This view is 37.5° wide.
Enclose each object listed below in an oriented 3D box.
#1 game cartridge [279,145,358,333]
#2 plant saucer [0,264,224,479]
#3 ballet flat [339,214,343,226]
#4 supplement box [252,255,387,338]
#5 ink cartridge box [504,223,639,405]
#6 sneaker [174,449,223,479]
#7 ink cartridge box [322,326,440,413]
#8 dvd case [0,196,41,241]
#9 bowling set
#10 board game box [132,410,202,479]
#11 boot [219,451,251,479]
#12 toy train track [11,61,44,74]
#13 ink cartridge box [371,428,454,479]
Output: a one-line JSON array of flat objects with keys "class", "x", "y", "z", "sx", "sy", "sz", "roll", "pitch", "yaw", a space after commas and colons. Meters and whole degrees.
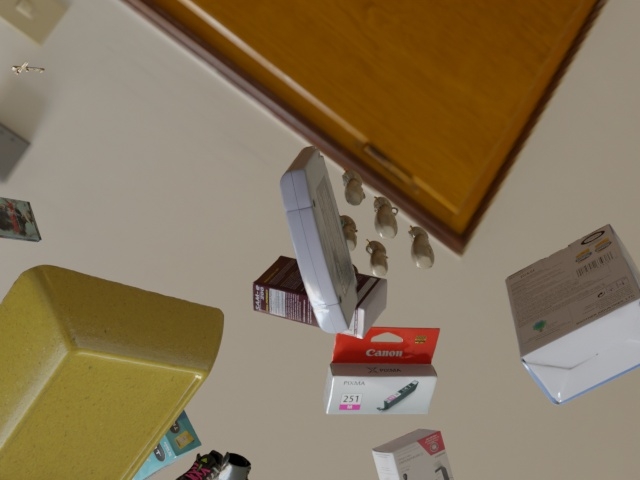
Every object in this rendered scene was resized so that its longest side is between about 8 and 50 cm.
[{"class": "game cartridge", "x": 0.000, "y": 0.000, "z": 1.631, "sx": 0.062, "sy": 0.297, "sz": 0.198, "roll": -10, "pitch": -163, "yaw": 17}, {"class": "plant saucer", "x": -0.292, "y": 0.209, "z": 1.146, "sx": 0.081, "sy": 0.333, "sz": 0.332, "roll": 44, "pitch": -77, "yaw": 36}, {"class": "ballet flat", "x": -0.011, "y": -0.033, "z": 2.021, "sx": 0.073, "sy": 0.067, "sz": 0.206, "roll": -62, "pitch": -167, "yaw": -11}, {"class": "supplement box", "x": -0.001, "y": 0.109, "z": 1.877, "sx": 0.130, "sy": 0.240, "sz": 0.073, "roll": -45, "pitch": 142, "yaw": -54}, {"class": "ink cartridge box", "x": 0.551, "y": 0.132, "z": 1.994, "sx": 0.270, "sy": 0.151, "sz": 0.395, "roll": -30, "pitch": -158, "yaw": 18}, {"class": "sneaker", "x": -0.250, "y": 0.477, "z": 1.940, "sx": 0.170, "sy": 0.063, "sz": 0.074, "roll": -13, "pitch": 125, "yaw": -68}, {"class": "ink cartridge box", "x": 0.159, "y": 0.329, "z": 2.369, "sx": 0.060, "sy": 0.275, "sz": 0.238, "roll": -106, "pitch": -159, "yaw": -56}, {"class": "dvd case", "x": -0.578, "y": -0.041, "z": 1.754, "sx": 0.013, "sy": 0.119, "sz": 0.087, "roll": -31, "pitch": -110, "yaw": 22}, {"class": "bowling set", "x": 0.094, "y": -0.008, "z": 2.078, "sx": 0.200, "sy": 0.287, "sz": 0.154, "roll": -40, "pitch": -160, "yaw": 18}, {"class": "board game box", "x": -0.442, "y": 0.432, "z": 2.205, "sx": 0.079, "sy": 0.253, "sz": 0.336, "roll": -17, "pitch": 163, "yaw": -45}, {"class": "boot", "x": -0.174, "y": 0.566, "z": 2.205, "sx": 0.137, "sy": 0.198, "sz": 0.076, "roll": -51, "pitch": -142, "yaw": 25}, {"class": "toy train track", "x": -0.665, "y": -0.388, "z": 2.149, "sx": 0.048, "sy": 0.014, "sz": 0.083, "roll": -31, "pitch": 166, "yaw": 35}, {"class": "ink cartridge box", "x": 0.232, "y": 0.579, "z": 2.247, "sx": 0.159, "sy": 0.217, "sz": 0.092, "roll": -16, "pitch": -177, "yaw": -32}]
